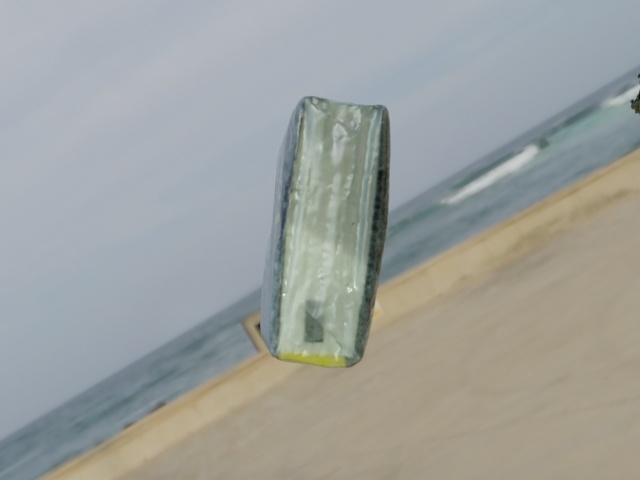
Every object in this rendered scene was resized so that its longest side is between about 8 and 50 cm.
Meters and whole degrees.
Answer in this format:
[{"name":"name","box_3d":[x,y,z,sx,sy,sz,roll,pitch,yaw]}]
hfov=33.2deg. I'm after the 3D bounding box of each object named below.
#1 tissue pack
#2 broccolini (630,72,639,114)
[{"name":"tissue pack","box_3d":[0.000,0.000,0.852,0.081,0.185,0.257,7,-3,-4]},{"name":"broccolini","box_3d":[0.233,-0.146,0.720,0.051,0.054,0.239,-57,-28,-14]}]
